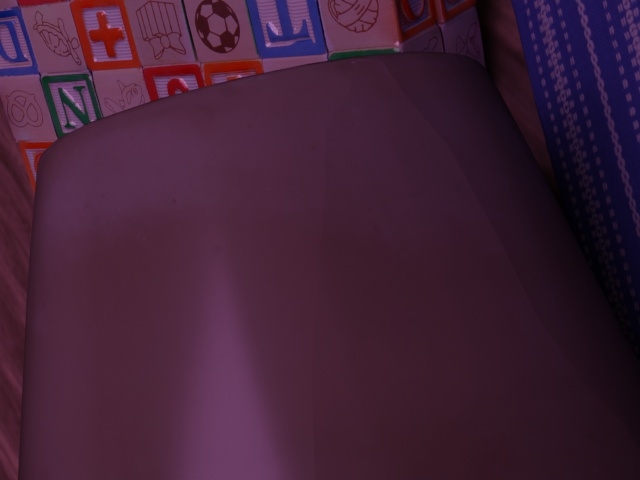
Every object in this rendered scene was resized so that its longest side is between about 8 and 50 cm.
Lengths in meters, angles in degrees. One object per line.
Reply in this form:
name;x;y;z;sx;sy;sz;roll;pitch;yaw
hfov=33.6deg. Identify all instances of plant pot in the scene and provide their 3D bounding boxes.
plant pot;0.005;0.083;0.444;0.323;0.323;0.280;-14;87;35

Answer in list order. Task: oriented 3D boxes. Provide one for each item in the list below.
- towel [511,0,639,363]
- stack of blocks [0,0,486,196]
towel;0.173;-0.072;0.400;0.336;0.040;0.243;140;119;-73
stack of blocks;-0.060;-0.113;0.616;0.297;0.087;0.171;2;115;34
